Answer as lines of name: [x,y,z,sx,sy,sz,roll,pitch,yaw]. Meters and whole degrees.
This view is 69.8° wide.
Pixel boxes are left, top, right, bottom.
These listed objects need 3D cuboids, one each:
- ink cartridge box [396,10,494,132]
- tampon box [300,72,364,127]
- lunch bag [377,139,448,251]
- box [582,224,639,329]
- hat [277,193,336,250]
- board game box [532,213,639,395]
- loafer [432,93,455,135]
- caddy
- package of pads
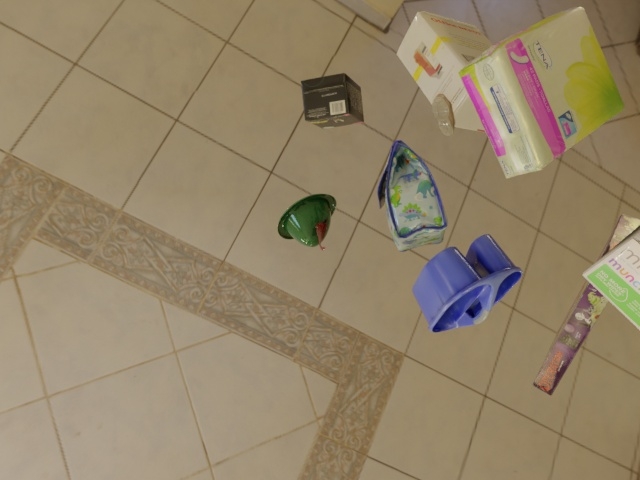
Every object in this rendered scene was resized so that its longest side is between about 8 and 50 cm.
ink cartridge box: [0.450,-0.522,1.434,0.279,0.160,0.385,1,51,-28]
tampon box: [0.035,-0.358,1.198,0.120,0.161,0.101,-4,94,19]
lunch bag: [0.140,-0.069,0.730,0.096,0.129,0.151,-12,78,8]
box: [0.556,0.062,0.621,0.231,0.127,0.262,-32,69,-20]
hat: [0.000,0.000,1.175,0.208,0.173,0.183,-6,51,-43]
board game box: [0.542,0.136,0.936,0.056,0.347,0.208,30,42,31]
loafer: [0.308,-0.317,1.136,0.039,0.045,0.125,-61,141,-22]
caddy: [0.402,0.142,1.262,0.241,0.341,0.179,-19,61,-15]
package of pads: [0.416,-0.284,0.857,0.296,0.101,0.229,-32,99,-25]
